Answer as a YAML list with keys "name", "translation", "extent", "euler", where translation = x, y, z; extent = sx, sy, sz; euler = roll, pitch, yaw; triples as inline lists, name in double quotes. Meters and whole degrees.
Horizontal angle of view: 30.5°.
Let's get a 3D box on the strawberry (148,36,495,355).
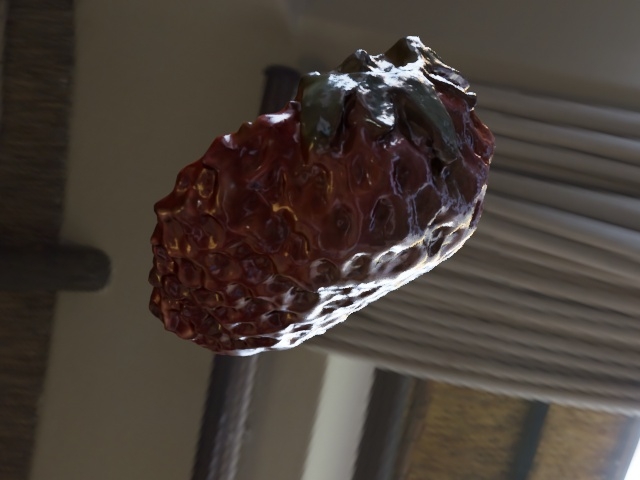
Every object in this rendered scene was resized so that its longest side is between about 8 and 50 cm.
- name: "strawberry"
  translation: [0.000, 0.000, 0.911]
  extent: [0.265, 0.149, 0.336]
  euler: [-25, -17, -46]
